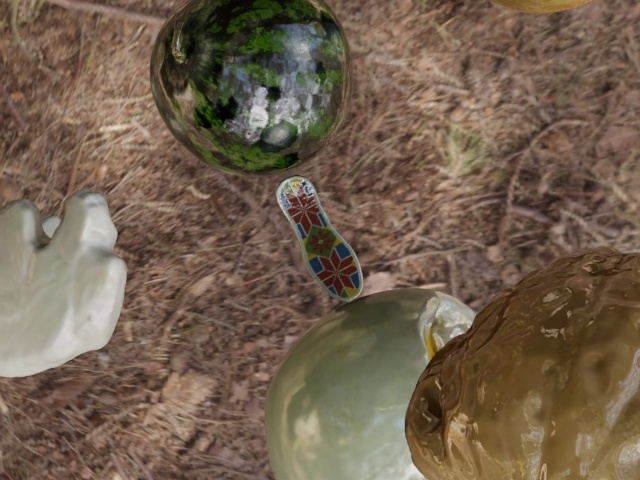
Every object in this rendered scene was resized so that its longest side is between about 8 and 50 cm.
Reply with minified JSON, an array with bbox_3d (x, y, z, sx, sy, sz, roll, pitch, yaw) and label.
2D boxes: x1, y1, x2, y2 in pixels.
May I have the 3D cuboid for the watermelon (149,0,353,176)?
[{"bbox_3d":[-0.088,-0.207,1.307,0.269,0.269,0.269,2,83,-20],"label":"watermelon"}]

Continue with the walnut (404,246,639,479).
[{"bbox_3d":[0.186,0.121,0.697,0.257,0.257,0.224,-16,120,-21],"label":"walnut"}]

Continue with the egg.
[{"bbox_3d":[0.070,0.213,1.211,0.278,0.336,0.278,30,41,-30],"label":"egg"}]

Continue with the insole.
[{"bbox_3d":[0.000,0.000,1.336,0.065,0.006,0.193,-29,112,-3],"label":"insole"}]

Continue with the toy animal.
[{"bbox_3d":[-0.306,0.024,1.108,0.308,0.188,0.266,-43,73,22],"label":"toy animal"}]

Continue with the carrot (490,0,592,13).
[{"bbox_3d":[0.363,-0.446,1.462,0.340,0.224,0.224,-22,92,-36],"label":"carrot"}]
